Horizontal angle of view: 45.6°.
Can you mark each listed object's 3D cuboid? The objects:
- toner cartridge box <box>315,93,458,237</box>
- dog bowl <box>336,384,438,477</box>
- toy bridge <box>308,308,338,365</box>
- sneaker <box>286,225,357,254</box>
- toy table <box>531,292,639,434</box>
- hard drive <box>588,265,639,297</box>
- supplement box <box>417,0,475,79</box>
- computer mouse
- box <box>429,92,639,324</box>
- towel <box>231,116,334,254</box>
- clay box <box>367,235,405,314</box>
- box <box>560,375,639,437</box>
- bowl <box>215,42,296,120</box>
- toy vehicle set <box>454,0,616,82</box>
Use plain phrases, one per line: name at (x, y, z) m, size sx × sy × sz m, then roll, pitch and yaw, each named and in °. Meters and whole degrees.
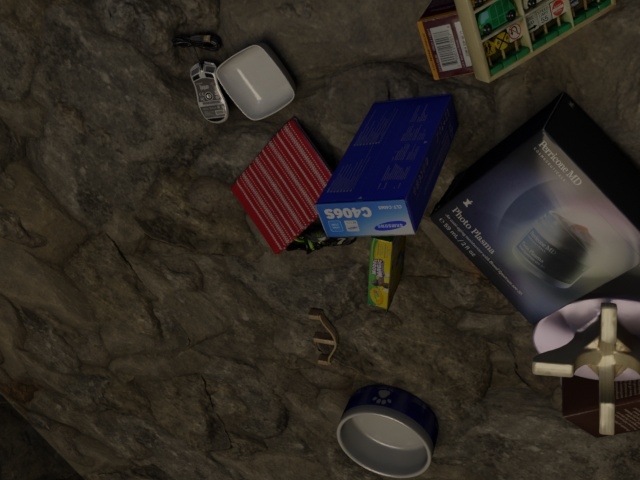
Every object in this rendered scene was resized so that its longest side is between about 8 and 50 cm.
toner cartridge box at (0.130, -0.141, 1.372) m, size 0.165 × 0.348 × 0.075 m, roll -2°, pitch 127°, yaw 27°
dog bowl at (0.182, 0.519, 2.064) m, size 0.264 × 0.104 × 0.265 m, roll 13°, pitch 131°, yaw 15°
toy bridge at (0.014, 0.256, 1.979) m, size 0.063 × 0.026 × 0.188 m, roll 5°, pitch 129°, yaw 20°
sneaker at (0.000, 0.000, 1.736) m, size 0.188 × 0.078 × 0.067 m, roll -5°, pitch 125°, yaw 28°
toy table at (0.525, 0.203, 1.384) m, size 0.274 × 0.161 × 0.252 m, roll -11°, pitch 106°, yaw 22°
hard drive at (0.671, 0.066, 1.501) m, size 0.307 × 0.040 × 0.203 m, roll -15°, pitch 120°, yaw 35°
supplement box at (0.233, -0.356, 1.253) m, size 0.080 × 0.188 × 0.104 m, roll -4°, pitch 125°, yaw 29°
computer mouse at (-0.237, -0.340, 1.594) m, size 0.105 × 0.042 × 0.193 m, roll -1°, pitch 121°, yaw 21°
box at (0.417, -0.053, 1.403) m, size 0.296 × 0.183 × 0.294 m, roll 45°, pitch 131°, yaw -4°
towel at (-0.078, -0.113, 1.673) m, size 0.199 × 0.031 × 0.275 m, roll 55°, pitch 132°, yaw 8°
clay box at (0.146, 0.047, 1.672) m, size 0.053 × 0.127 × 0.222 m, roll 14°, pitch 131°, yaw 15°
box at (0.680, 0.257, 1.519) m, size 0.143 × 0.191 × 0.381 m, roll 35°, pitch 140°, yaw -30°
bowl at (-0.124, -0.326, 1.542) m, size 0.142 × 0.053 × 0.142 m, roll -22°, pitch 115°, yaw 36°
toy vehicle set at (0.330, -0.379, 1.166) m, size 0.035 × 0.266 × 0.166 m, roll 38°, pitch 156°, yaw 57°
